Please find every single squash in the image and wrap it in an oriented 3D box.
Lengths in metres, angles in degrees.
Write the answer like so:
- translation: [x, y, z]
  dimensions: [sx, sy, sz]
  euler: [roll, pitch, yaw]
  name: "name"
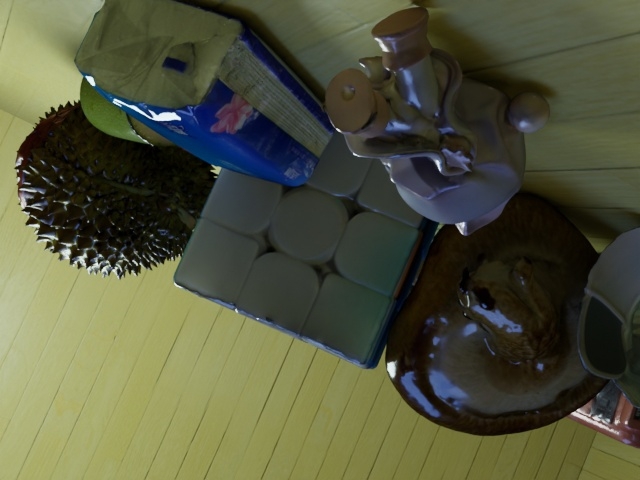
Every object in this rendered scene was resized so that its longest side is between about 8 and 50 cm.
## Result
- translation: [-0.269, -0.210, 1.348]
  dimensions: [0.132, 0.133, 0.247]
  euler: [29, 174, -38]
  name: "squash"

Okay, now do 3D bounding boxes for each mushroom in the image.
- translation: [0.241, 0.120, 1.220]
  dimensions: [0.345, 0.345, 0.260]
  euler: [26, -161, -16]
  name: "mushroom"

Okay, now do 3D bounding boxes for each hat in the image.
- translation: [0.427, 0.087, 1.125]
  dimensions: [0.232, 0.161, 0.275]
  euler: [-26, 121, 26]
  name: "hat"

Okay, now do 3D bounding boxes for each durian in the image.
- translation: [-0.364, -0.104, 1.677]
  dimensions: [0.347, 0.348, 0.384]
  euler: [29, 175, -42]
  name: "durian"

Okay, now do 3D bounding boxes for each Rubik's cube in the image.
- translation: [0.000, 0.000, 1.356]
  dimensions: [0.291, 0.291, 0.292]
  euler: [23, 175, 10]
  name: "Rubik's cube"

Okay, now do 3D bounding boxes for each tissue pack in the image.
- translation: [-0.128, -0.168, 1.113]
  dimensions: [0.209, 0.137, 0.269]
  euler: [19, 172, 26]
  name: "tissue pack"

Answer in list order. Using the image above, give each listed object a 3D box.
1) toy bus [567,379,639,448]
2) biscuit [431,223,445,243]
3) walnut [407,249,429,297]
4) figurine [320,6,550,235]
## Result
- translation: [0.521, 0.251, 1.764]
  dimensions: [0.233, 0.203, 0.427]
  euler: [15, -178, -33]
  name: "toy bus"
- translation: [0.298, 0.027, 1.569]
  dimensions: [0.252, 0.052, 0.150]
  euler: [24, 170, -19]
  name: "biscuit"
- translation: [0.151, 0.028, 1.683]
  dimensions: [0.155, 0.155, 0.184]
  euler: [18, 169, 42]
  name: "walnut"
- translation: [0.101, -0.099, 0.853]
  dimensions: [0.200, 0.133, 0.276]
  euler: [0, 163, 30]
  name: "figurine"
